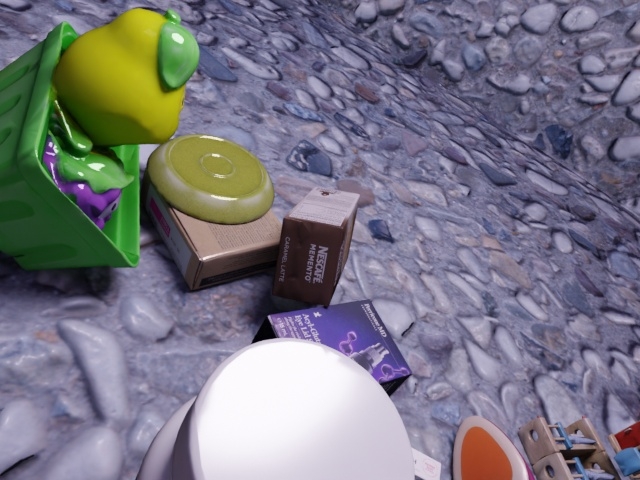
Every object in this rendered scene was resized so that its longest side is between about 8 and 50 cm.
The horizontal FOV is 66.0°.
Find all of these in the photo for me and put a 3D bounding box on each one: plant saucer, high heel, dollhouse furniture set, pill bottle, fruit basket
[{"bbox_3d":[-0.194,-0.127,0.911,0.240,0.037,0.241,17,39,-15],"label":"plant saucer"},{"bbox_3d":[0.311,0.456,0.730,0.181,0.127,0.377,42,26,-33],"label":"high heel"},{"bbox_3d":[0.468,0.348,0.844,0.129,0.184,0.129,10,44,-23],"label":"dollhouse furniture set"},{"bbox_3d":[-0.077,0.260,0.455,0.204,0.361,0.204,18,41,-16],"label":"pill bottle"},{"bbox_3d":[-0.325,-0.172,0.747,0.391,0.283,0.392,-8,52,10],"label":"fruit basket"}]

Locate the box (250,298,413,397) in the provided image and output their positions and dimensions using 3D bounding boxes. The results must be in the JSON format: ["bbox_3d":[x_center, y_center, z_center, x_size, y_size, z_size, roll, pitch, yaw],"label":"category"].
[{"bbox_3d":[0.014,0.194,0.783,0.207,0.108,0.153,-5,51,-35],"label":"box"}]

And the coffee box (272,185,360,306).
[{"bbox_3d":[0.000,0.000,0.881,0.098,0.141,0.246,12,20,7],"label":"coffee box"}]

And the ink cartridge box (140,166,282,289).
[{"bbox_3d":[-0.196,-0.039,0.912,0.193,0.088,0.235,-13,55,-39],"label":"ink cartridge box"}]

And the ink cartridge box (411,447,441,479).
[{"bbox_3d":[0.083,0.313,0.641,0.104,0.181,0.062,29,39,-3],"label":"ink cartridge box"}]
